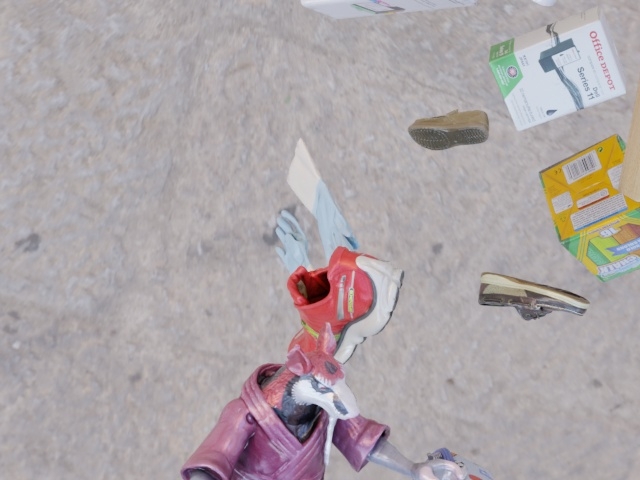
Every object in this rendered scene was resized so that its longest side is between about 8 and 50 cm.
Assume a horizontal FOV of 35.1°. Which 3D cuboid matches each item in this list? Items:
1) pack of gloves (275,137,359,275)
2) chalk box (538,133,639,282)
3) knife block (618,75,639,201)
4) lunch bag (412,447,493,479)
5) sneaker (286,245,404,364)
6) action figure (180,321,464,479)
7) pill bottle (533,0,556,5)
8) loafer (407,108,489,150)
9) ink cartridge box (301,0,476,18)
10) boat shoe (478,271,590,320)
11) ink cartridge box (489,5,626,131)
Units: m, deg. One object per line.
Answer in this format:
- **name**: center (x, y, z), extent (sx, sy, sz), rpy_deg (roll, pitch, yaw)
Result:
- **pack of gloves**: center (0.000, 0.000, 1.449), extent (0.046, 0.232, 0.195), rpy_deg (-2, 132, -23)
- **chalk box**: center (0.589, -0.045, 2.010), extent (0.180, 0.179, 0.289), rpy_deg (-27, 143, 27)
- **knife block**: center (0.271, -0.183, 0.638), extent (0.088, 0.242, 0.276), rpy_deg (-1, 155, -19)
- **lunch bag**: center (0.158, 0.464, 1.506), extent (0.114, 0.243, 0.303), rpy_deg (29, 101, -4)
- **sneaker**: center (0.007, 0.080, 1.280), extent (0.118, 0.107, 0.279), rpy_deg (28, 145, -8)
- **action figure**: center (-0.038, 0.237, 1.023), extent (0.248, 0.276, 0.370), rpy_deg (2, 113, -27)
- **pill bottle**: center (0.312, -0.368, 1.320), extent (0.065, 0.065, 0.116), rpy_deg (17, 131, -10)
- **loafer**: center (0.212, -0.182, 1.642), extent (0.148, 0.050, 0.056), rpy_deg (4, 140, 35)
- **ink cartridge box**: center (0.113, -0.483, 1.658), extent (0.278, 0.117, 0.202), rpy_deg (3, 89, 35)
- **boat shoe**: center (0.265, 0.077, 1.266), extent (0.056, 0.152, 0.049), rpy_deg (11, 92, -45)
- **ink cartridge box**: center (0.429, -0.308, 1.824), extent (0.208, 0.087, 0.153), rpy_deg (-19, 114, 22)
